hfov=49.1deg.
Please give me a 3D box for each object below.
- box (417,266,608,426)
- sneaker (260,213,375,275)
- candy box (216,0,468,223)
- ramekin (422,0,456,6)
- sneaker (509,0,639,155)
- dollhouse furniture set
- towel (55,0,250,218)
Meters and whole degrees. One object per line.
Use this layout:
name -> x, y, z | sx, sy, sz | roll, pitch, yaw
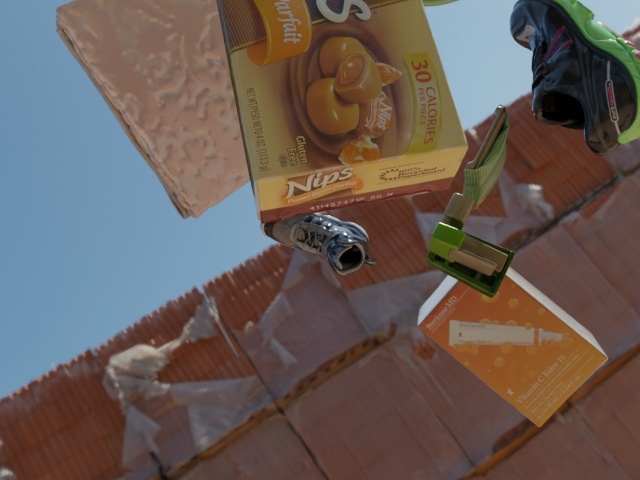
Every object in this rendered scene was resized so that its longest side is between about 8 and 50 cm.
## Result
box -> 0.416, 0.201, 1.556 | 0.215, 0.345, 0.168 | -52, -2, 14
sneaker -> 0.000, 0.000, 1.592 | 0.268, 0.153, 0.101 | 13, -71, -18
candy box -> 0.003, -0.187, 0.658 | 0.182, 0.317, 0.087 | -9, -23, -7
ramekin -> 0.202, -0.597, 1.269 | 0.303, 0.148, 0.303 | -2, -38, -1
sneaker -> 0.468, -0.336, 1.355 | 0.185, 0.483, 0.202 | 34, -67, -32
dollhouse furniture set -> 0.339, -0.073, 1.351 | 0.302, 0.151, 0.197 | -61, -13, -14
towel -> -0.168, -0.243, 1.019 | 0.317, 0.332, 0.053 | -42, 19, -33
